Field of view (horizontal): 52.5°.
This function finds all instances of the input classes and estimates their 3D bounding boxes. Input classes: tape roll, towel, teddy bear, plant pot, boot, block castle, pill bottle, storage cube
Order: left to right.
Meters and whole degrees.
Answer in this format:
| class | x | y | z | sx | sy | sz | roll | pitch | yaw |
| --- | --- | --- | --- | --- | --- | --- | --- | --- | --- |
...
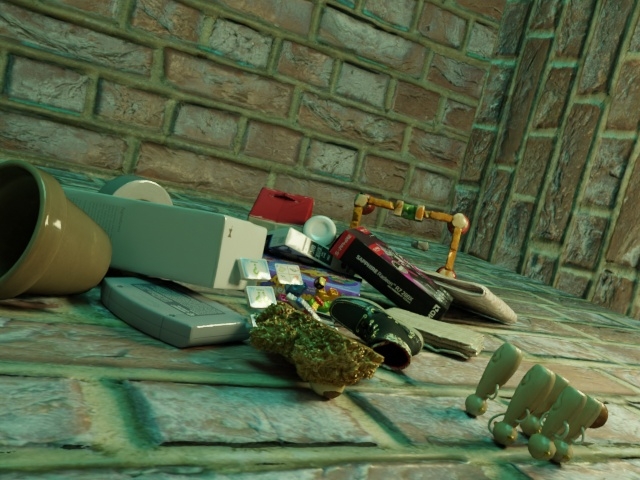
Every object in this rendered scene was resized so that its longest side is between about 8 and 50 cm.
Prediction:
| class | x | y | z | sx | sy | sz | roll | pitch | yaw |
| --- | --- | --- | --- | --- | --- | --- | --- | --- | --- |
| plant pot | -0.540 | 0.008 | 1.254 | 0.263 | 0.263 | 0.229 | 19 | -9 | 32 |
| tape roll | -0.515 | -0.067 | 1.781 | 0.219 | 0.219 | 0.072 | 6 | 11 | -46 |
| storage cube | -0.136 | -0.032 | 2.127 | 0.183 | 0.215 | 0.193 | 13 | 33 | 3 |
| teddy bear | -0.016 | 0.205 | 1.215 | 0.245 | 0.113 | 0.338 | 30 | -5 | -39 |
| pill bottle | 0.000 | 0.000 | 2.044 | 0.103 | 0.103 | 0.184 | 15 | -19 | 8 |
| boot | 0.113 | 0.202 | 1.444 | 0.236 | 0.085 | 0.178 | 26 | 10 | 11 |
| block castle | 0.318 | 0.002 | 2.472 | 0.453 | 0.303 | 0.213 | 13 | -2 | 11 |
| towel | 0.282 | 0.239 | 1.688 | 0.282 | 0.049 | 0.187 | 16 | 6 | 21 |
| towel | 0.458 | 0.173 | 2.131 | 0.317 | 0.053 | 0.332 | 18 | -8 | 38 |

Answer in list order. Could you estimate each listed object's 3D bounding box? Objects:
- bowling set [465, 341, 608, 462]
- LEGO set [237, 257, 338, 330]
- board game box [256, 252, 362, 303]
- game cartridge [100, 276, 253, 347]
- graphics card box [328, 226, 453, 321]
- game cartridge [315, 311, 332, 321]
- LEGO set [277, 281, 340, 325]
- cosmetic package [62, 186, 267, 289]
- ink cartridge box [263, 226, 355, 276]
| class | x | y | z | sx | sy | sz | roll | pitch | yaw |
| --- | --- | --- | --- | --- | --- | --- | --- | --- | --- |
| bowling set | 0.400 | 0.315 | 1.123 | 0.200 | 0.154 | 0.287 | 32 | 3 | -10 |
| LEGO set | -0.060 | 0.125 | 1.449 | 0.244 | 0.182 | 0.060 | 8 | -31 | -45 |
| board game box | -0.062 | 0.117 | 1.812 | 0.347 | 0.078 | 0.233 | 15 | 7 | 4 |
| game cartridge | -0.303 | 0.140 | 1.307 | 0.294 | 0.060 | 0.196 | 20 | 6 | 38 |
| graphics card box | 0.216 | 0.103 | 1.920 | 0.371 | 0.094 | 0.233 | 40 | 12 | 11 |
| game cartridge | 0.021 | 0.192 | 1.665 | 0.083 | 0.017 | 0.056 | 16 | 4 | 11 |
| LEGO set | -0.027 | 0.162 | 1.584 | 0.227 | 0.093 | 0.087 | 15 | 37 | -30 |
| cosmetic package | -0.382 | -0.002 | 1.508 | 0.453 | 0.162 | 0.230 | 10 | -3 | 19 |
| ink cartridge box | -0.020 | 0.061 | 1.978 | 0.332 | 0.065 | 0.165 | 27 | -23 | -32 |
